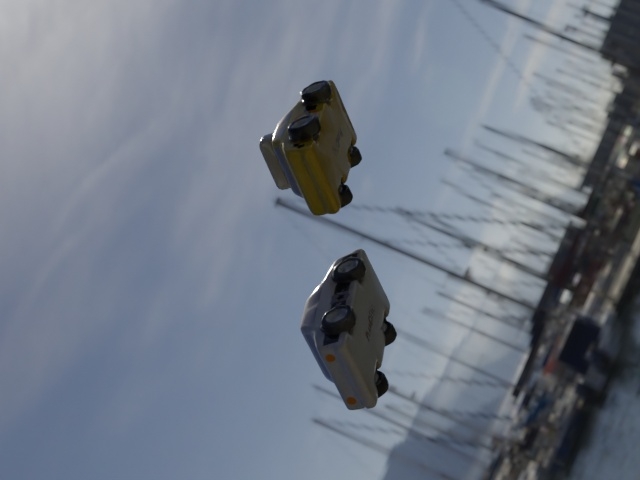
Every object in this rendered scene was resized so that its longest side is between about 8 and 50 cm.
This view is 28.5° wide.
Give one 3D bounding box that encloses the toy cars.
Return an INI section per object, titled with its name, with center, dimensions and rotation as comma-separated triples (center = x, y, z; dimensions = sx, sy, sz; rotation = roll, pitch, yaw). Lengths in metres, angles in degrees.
[toy cars]
center = 0.000, 0.000, 1.327
dimensions = 0.176, 0.087, 0.393
rotation = 37, -141, -61
